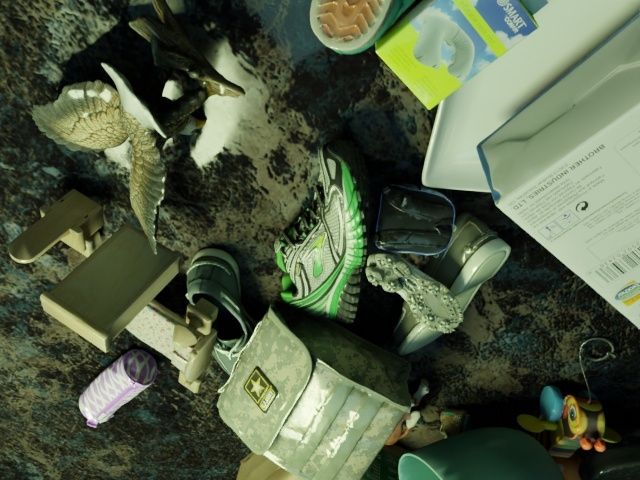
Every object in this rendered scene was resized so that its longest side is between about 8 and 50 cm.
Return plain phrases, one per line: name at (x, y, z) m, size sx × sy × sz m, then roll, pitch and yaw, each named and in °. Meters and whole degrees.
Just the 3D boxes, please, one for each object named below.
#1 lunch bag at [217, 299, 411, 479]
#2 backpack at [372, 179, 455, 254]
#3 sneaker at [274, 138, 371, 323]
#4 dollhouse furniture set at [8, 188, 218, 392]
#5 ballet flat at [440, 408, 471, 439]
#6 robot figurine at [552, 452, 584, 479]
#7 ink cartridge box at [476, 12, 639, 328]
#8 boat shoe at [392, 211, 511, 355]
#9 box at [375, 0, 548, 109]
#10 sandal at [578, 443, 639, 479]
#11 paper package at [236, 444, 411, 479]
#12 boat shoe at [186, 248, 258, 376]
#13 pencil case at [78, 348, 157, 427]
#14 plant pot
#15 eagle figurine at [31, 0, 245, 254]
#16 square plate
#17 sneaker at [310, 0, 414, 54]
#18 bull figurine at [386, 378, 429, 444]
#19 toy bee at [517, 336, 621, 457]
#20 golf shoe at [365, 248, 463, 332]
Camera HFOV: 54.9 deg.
lunch bag at (-0.020, 0.265, 1.061) m, size 0.287 × 0.169 × 0.235 m, roll 28°, pitch 111°, yaw -2°
backpack at (0.141, -0.033, 0.929) m, size 0.114 × 0.084 × 0.105 m, roll 9°, pitch 100°, yaw 3°
sneaker at (0.000, 0.000, 0.948) m, size 0.146 × 0.134 × 0.344 m, roll 7°, pitch 130°, yaw 0°
dollhouse furniture set at (-0.349, 0.145, 1.030) m, size 0.303 × 0.174 × 0.356 m, roll 32°, pitch 142°, yaw 9°
ballet flat at (0.298, 0.431, 1.346) m, size 0.067 × 0.073 × 0.206 m, roll 11°, pitch 133°, yaw 31°
robot figurine at (0.489, 0.521, 1.343) m, size 0.158 × 0.128 × 0.219 m, roll 18°, pitch 148°, yaw -36°
ink cartridge box at (0.439, -0.055, 0.798) m, size 0.395 × 0.151 × 0.270 m, roll 35°, pitch 124°, yaw -23°
boat shoe at (0.198, 0.081, 1.031) m, size 0.109 × 0.091 × 0.305 m, roll -14°, pitch 146°, yaw -38°
box at (0.166, -0.249, 0.724) m, size 0.178 × 0.042 × 0.109 m, roll -36°, pitch 120°, yaw 29°
sandal at (0.730, 0.410, 1.239) m, size 0.445 × 0.107 × 0.168 m, roll -3°, pitch 134°, yaw -8°
paper package at (0.012, 0.562, 1.398) m, size 0.324 × 0.168 × 0.309 m, roll 29°, pitch 126°, yaw -19°
boat shoe at (-0.177, 0.163, 1.118) m, size 0.116 × 0.099 × 0.320 m, roll -2°, pitch 129°, yaw 7°
pencil case at (-0.417, 0.302, 1.259) m, size 0.086 × 0.088 × 0.206 m, roll 32°, pitch 124°, yaw -24°
plant pot at (0.328, 0.497, 1.183) m, size 0.235 × 0.293 × 0.293 m, roll -21°, pitch 133°, yaw -19°
eagle figurine at (-0.239, -0.138, 0.816) m, size 0.225 × 0.226 × 0.298 m, roll 24°, pitch 125°, yaw -41°
square plate at (0.328, -0.208, 0.806) m, size 0.343 × 0.049 × 0.347 m, roll 4°, pitch 130°, yaw -1°
sneaker at (0.092, -0.347, 0.681) m, size 0.108 × 0.121 × 0.302 m, roll 36°, pitch 107°, yaw 2°
bull figurine at (0.062, 0.303, 1.219) m, size 0.310 × 0.101 × 0.188 m, roll 29°, pitch 124°, yaw -19°
toy bee at (0.483, 0.351, 1.194) m, size 0.195 × 0.162 × 0.298 m, roll -7°, pitch 129°, yaw 12°
golf shoe at (0.147, 0.069, 0.952) m, size 0.176 × 0.086 × 0.069 m, roll 40°, pitch 104°, yaw -9°
